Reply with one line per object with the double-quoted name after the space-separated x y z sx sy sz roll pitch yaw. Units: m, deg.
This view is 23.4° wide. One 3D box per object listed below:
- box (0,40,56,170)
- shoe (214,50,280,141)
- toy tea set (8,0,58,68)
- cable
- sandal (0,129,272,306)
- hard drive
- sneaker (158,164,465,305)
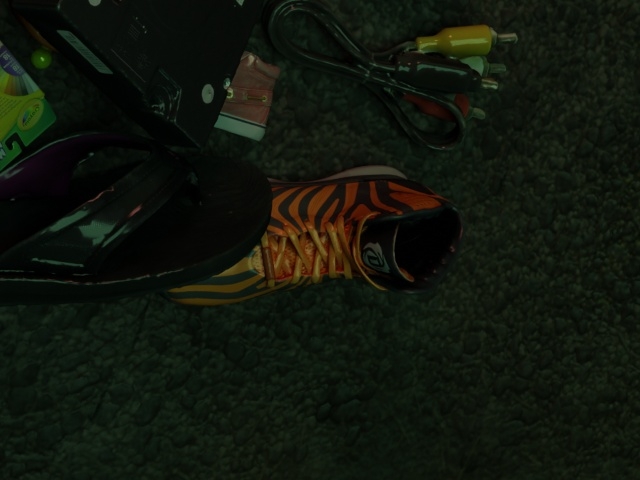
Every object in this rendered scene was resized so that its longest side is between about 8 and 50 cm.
-0.325 -0.145 1.364 0.105 0.043 0.179 -46 107 -27 "box"
-0.120 -0.157 1.495 0.178 0.063 0.081 15 94 -36 "shoe"
-0.193 -0.317 1.374 0.200 0.124 0.336 -16 110 -24 "toy tea set"
0.064 -0.178 1.609 0.287 0.072 0.139 11 115 -18 "cable"
-0.238 -0.024 1.389 0.445 0.167 0.107 -10 133 -26 "sandal"
-0.124 -0.283 1.362 0.237 0.064 0.339 44 62 -52 "hard drive"
0.000 0.000 1.529 0.321 0.180 0.125 -18 111 -24 "sneaker"
